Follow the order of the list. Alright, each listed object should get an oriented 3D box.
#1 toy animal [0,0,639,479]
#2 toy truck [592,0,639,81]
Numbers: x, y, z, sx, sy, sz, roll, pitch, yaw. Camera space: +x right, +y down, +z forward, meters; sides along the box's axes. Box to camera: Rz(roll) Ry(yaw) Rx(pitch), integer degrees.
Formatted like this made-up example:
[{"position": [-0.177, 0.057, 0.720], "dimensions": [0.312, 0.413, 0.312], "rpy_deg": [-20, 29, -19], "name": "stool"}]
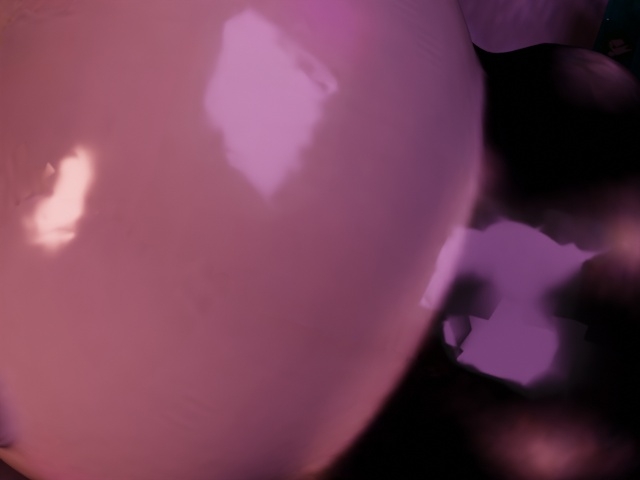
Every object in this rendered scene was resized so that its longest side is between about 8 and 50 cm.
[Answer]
[{"position": [0.000, 0.000, 0.493], "dimensions": [0.310, 0.251, 0.250], "rpy_deg": [20, 62, -37], "name": "toy animal"}, {"position": [0.249, -0.094, 0.830], "dimensions": [0.216, 0.116, 0.110], "rpy_deg": [42, 53, -28], "name": "toy truck"}]
